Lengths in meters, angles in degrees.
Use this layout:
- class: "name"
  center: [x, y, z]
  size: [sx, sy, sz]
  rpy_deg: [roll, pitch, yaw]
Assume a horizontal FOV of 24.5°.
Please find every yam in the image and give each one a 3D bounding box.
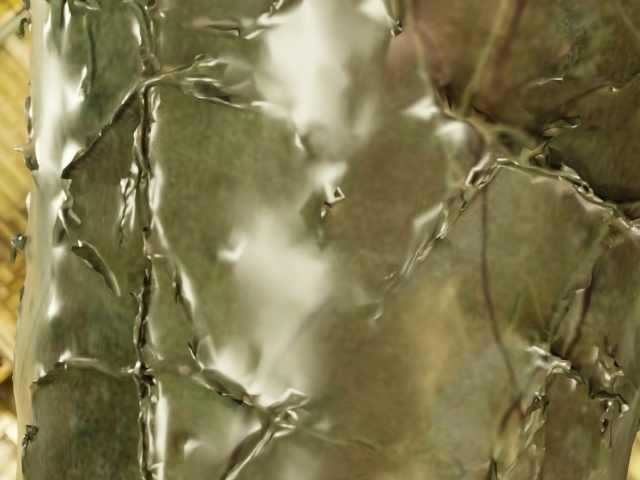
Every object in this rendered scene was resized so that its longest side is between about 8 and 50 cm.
- class: "yam"
  center: [0.000, 0.000, 0.513]
  size: [0.241, 0.348, 0.241]
  rpy_deg: [4, -174, 0]
